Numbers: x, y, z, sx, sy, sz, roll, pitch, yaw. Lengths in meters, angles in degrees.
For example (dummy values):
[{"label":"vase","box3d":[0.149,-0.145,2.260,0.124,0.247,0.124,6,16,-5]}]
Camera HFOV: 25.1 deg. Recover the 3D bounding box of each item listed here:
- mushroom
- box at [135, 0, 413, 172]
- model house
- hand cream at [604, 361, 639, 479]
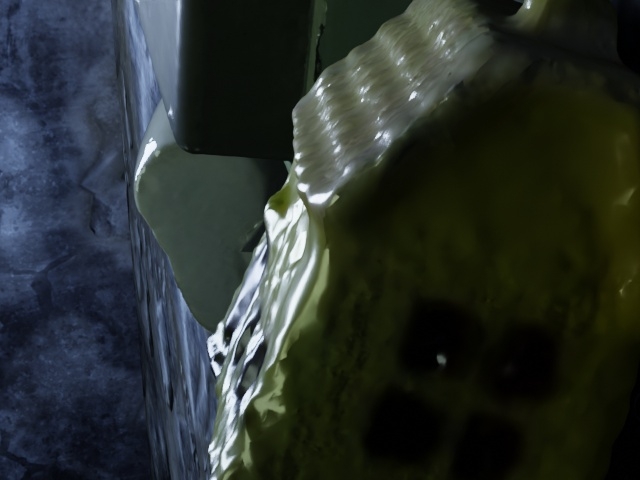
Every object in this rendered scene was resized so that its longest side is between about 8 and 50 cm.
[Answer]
[{"label":"mushroom","box3d":[-0.066,-0.092,1.053,0.328,0.122,0.159,-89,12,-52]},{"label":"box","box3d":[-0.016,-0.192,0.828,0.290,0.166,0.220,96,161,-44]},{"label":"model house","box3d":[0.066,0.002,0.610,0.193,0.175,0.234,-97,30,-73]},{"label":"hand cream","box3d":[0.149,0.103,0.593,0.120,0.061,0.270,-105,21,-49]}]
